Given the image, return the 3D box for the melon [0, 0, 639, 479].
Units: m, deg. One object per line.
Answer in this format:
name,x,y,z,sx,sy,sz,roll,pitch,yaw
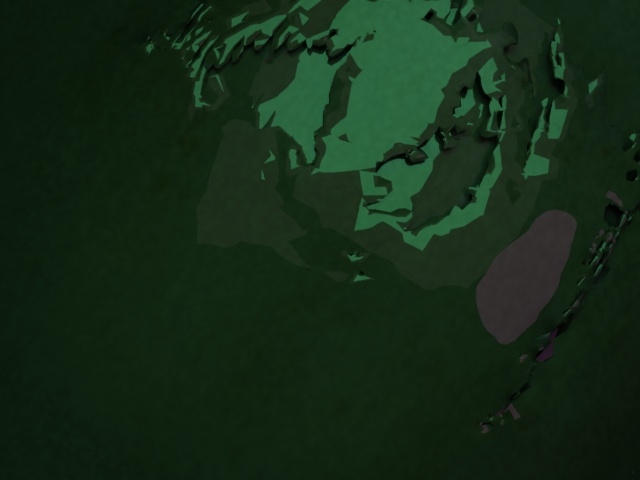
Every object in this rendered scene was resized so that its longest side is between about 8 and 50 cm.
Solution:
melon,0.000,0.000,0.451,0.268,0.268,0.330,39,69,13
